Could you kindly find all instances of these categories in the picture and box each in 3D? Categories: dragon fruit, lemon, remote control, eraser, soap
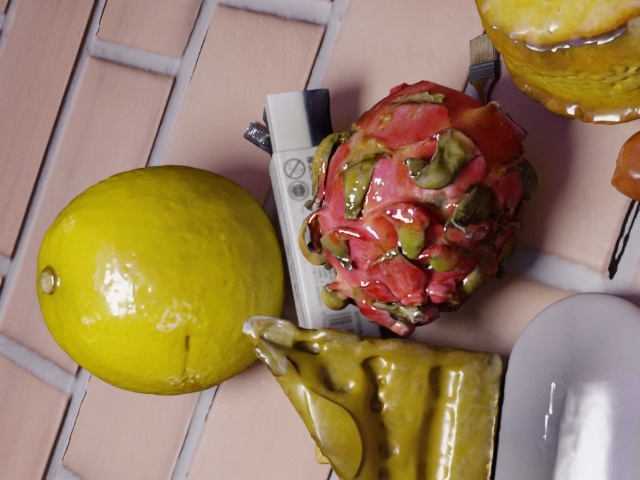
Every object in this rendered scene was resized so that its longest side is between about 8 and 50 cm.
[{"bbox_3d":[0.103,-0.033,1.287,0.269,0.250,0.291,23,79,39],"label":"dragon fruit"},{"bbox_3d":[-0.218,0.055,1.496,0.348,0.348,0.347,-10,73,38],"label":"lemon"},{"bbox_3d":[0.287,0.221,1.185,0.221,0.103,0.332,1,81,47],"label":"remote control"},{"bbox_3d":[0.000,0.000,1.439,0.096,0.098,0.403,112,149,-72],"label":"eraser"},{"bbox_3d":[0.038,0.275,1.247,0.169,0.305,0.338,135,143,-79],"label":"soap"}]

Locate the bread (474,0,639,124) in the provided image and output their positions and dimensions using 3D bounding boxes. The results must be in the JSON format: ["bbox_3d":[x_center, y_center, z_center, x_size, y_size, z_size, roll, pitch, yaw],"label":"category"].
[{"bbox_3d":[0.336,-0.334,1.209,0.398,0.215,0.398,-7,77,33],"label":"bread"}]

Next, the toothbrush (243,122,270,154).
[{"bbox_3d":[-0.011,-0.101,1.563,0.321,0.023,0.031,35,111,39],"label":"toothbrush"}]

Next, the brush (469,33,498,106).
[{"bbox_3d":[0.213,-0.187,1.404,0.043,0.014,0.169,-8,75,40],"label":"brush"}]

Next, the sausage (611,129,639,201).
[{"bbox_3d":[0.470,-0.097,1.115,0.349,0.097,0.093,-9,81,37],"label":"sausage"}]

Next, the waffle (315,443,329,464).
[{"bbox_3d":[0.037,0.199,1.444,0.125,0.032,0.190,-16,71,38],"label":"waffle"}]
